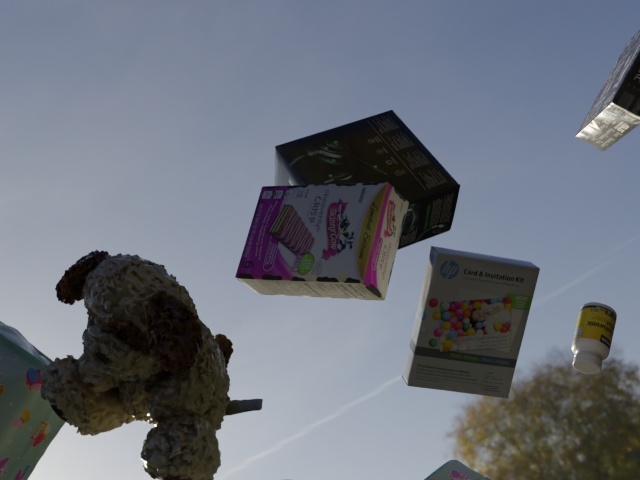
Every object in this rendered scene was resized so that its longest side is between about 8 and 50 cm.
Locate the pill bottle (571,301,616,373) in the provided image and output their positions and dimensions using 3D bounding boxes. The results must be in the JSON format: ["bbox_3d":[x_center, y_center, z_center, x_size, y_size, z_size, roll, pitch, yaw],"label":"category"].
[{"bbox_3d":[0.476,0.172,1.676,0.065,0.116,0.065,17,-30,10],"label":"pill bottle"}]

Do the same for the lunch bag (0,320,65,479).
[{"bbox_3d":[-0.483,0.206,1.280,0.223,0.262,0.160,-56,-20,-8],"label":"lunch bag"}]

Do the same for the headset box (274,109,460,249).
[{"bbox_3d":[0.073,-0.094,1.810,0.283,0.246,0.131,-20,-39,-22],"label":"headset box"}]

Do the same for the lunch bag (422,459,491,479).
[{"bbox_3d":[0.240,0.570,1.837,0.224,0.108,0.279,-24,-54,-37],"label":"lunch bag"}]

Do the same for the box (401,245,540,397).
[{"bbox_3d":[0.198,0.110,1.270,0.145,0.038,0.186,9,-78,-11],"label":"box"}]

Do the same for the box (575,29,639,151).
[{"bbox_3d":[0.639,-0.328,1.945,0.242,0.076,0.307,-60,-5,-5],"label":"box"}]

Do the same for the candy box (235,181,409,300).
[{"bbox_3d":[0.000,0.000,1.414,0.233,0.159,0.071,0,-25,35],"label":"candy box"}]

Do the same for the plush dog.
[{"bbox_3d":[-0.186,0.114,1.069,0.210,0.262,0.225,-43,-41,-33],"label":"plush dog"}]
